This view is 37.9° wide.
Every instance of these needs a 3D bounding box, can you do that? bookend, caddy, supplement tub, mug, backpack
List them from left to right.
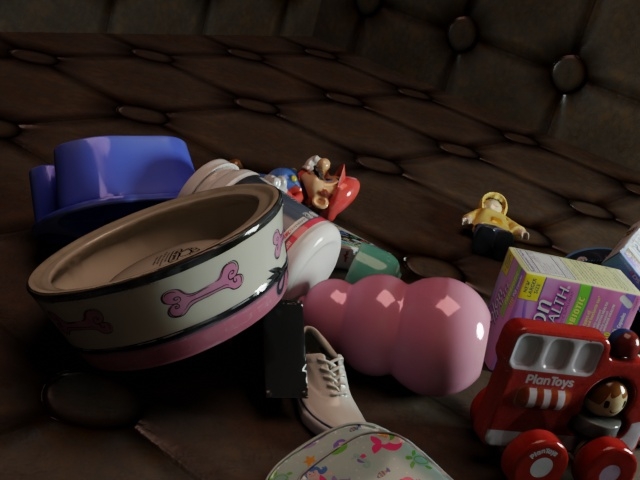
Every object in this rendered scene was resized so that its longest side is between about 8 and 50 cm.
[{"bbox_3d":[-0.379,-0.074,1.751,0.341,0.241,0.179,-6,75,-42],"label":"caddy"},{"bbox_3d":[-0.117,-0.009,1.689,0.272,0.191,0.191,34,27,19],"label":"supplement tub"},{"bbox_3d":[-0.087,0.189,1.499,0.072,0.156,0.157,5,69,-24],"label":"bookend"},{"bbox_3d":[0.052,0.333,1.078,0.225,0.191,0.253,-28,45,-24],"label":"backpack"},{"bbox_3d":[0.106,0.069,1.838,0.097,0.129,0.158,24,64,4],"label":"mug"}]

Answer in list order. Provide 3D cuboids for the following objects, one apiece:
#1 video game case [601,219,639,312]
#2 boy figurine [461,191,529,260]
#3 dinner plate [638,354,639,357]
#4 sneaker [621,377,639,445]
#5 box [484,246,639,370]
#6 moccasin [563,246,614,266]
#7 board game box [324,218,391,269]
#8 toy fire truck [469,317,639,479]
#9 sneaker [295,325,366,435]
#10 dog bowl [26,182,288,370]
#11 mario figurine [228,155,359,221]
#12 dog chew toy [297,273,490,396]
[{"bbox_3d":[0.775,0.101,2.119,0.269,0.061,0.244,53,38,4],"label":"video game case"},{"bbox_3d":[0.454,-0.040,2.412,0.177,0.092,0.285,15,25,5],"label":"boy figurine"},{"bbox_3d":[0.683,0.269,1.930,0.141,0.017,0.141,15,22,-6],"label":"dinner plate"},{"bbox_3d":[0.600,0.305,1.726,0.083,0.118,0.222,36,53,1],"label":"sneaker"},{"bbox_3d":[0.454,0.151,1.790,0.243,0.213,0.117,12,22,-10],"label":"box"},{"bbox_3d":[0.732,0.097,2.215,0.342,0.138,0.117,7,28,-18],"label":"moccasin"},{"bbox_3d":[0.000,0.000,1.955,0.193,0.053,0.305,29,10,30],"label":"board game box"},{"bbox_3d":[0.392,0.249,1.463,0.302,0.254,0.169,8,23,-18],"label":"toy fire truck"},{"bbox_3d":[0.005,0.226,1.471,0.094,0.091,0.258,3,25,-29],"label":"sneaker"},{"bbox_3d":[-0.231,0.055,1.442,0.408,0.150,0.408,-17,17,5],"label":"dog bowl"},{"bbox_3d":[-0.064,-0.155,2.217,0.320,0.170,0.198,6,58,-5],"label":"mario figurine"},{"bbox_3d":[0.120,0.148,1.609,0.332,0.206,0.206,11,21,8],"label":"dog chew toy"}]
